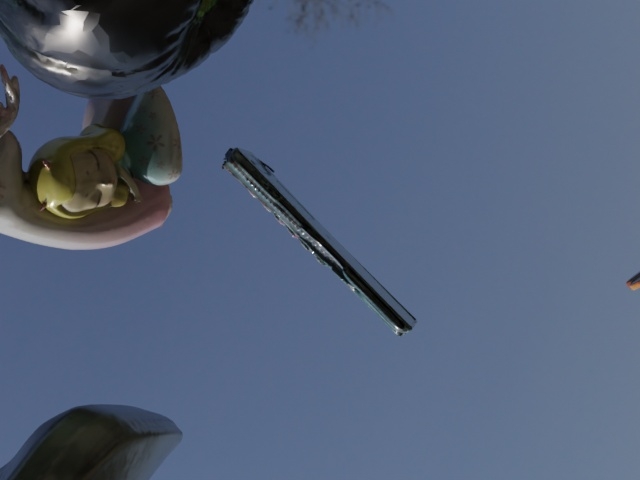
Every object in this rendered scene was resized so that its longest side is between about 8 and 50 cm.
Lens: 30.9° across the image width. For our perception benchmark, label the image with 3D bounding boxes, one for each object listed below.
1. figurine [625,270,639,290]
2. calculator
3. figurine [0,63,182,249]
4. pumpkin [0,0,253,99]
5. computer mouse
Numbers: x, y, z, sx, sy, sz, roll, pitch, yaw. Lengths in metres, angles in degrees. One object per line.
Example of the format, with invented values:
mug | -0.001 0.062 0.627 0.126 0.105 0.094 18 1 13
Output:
figurine | 0.478 0.052 1.195 0.248 0.276 0.388 64 -170 -6
calculator | 0.000 0.000 0.787 0.172 0.018 0.057 44 -169 5
figurine | -0.307 -0.117 1.169 0.315 0.206 0.284 -20 -47 -42
pumpkin | -0.113 -0.178 0.697 0.202 0.140 0.202 -50 -7 -8
computer mouse | -0.218 0.222 1.006 0.095 0.197 0.331 56 -175 10
